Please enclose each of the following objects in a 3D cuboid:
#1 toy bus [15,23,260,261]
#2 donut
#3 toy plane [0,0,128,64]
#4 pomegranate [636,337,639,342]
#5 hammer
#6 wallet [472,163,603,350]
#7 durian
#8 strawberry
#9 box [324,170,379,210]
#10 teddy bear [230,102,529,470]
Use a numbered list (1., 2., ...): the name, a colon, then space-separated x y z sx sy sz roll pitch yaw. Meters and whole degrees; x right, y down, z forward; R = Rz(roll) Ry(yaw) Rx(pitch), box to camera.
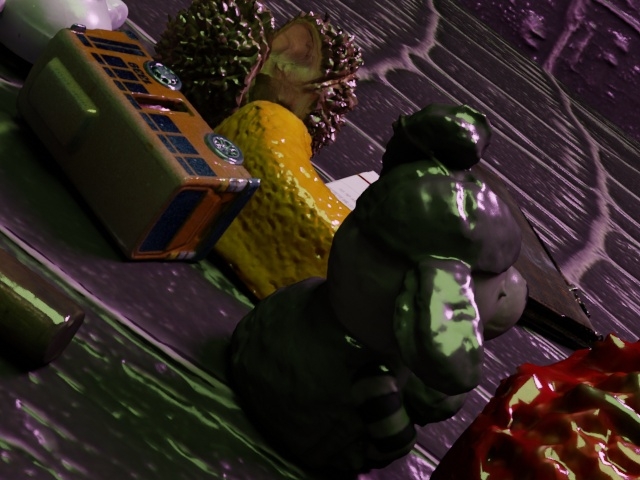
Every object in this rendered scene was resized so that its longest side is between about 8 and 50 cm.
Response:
1. toy bus: -0.143 -0.075 0.832 0.182 0.091 0.103 50 26 23
2. donut: 0.003 0.005 0.901 0.259 0.101 0.152 37 27 -14
3. toy plane: -0.261 -0.239 0.943 0.244 0.117 0.245 32 21 -14
4. pomegranate: 0.320 0.152 0.982 0.248 0.202 0.202 5 28 -5
5. hammer: -0.316 -0.079 0.642 0.440 0.044 0.168 37 21 1
6. wallet: 0.199 -0.009 1.274 0.169 0.044 0.317 28 25 -32
7. durian: -0.060 -0.150 1.021 0.196 0.167 0.196 36 5 -4
8. strawberry: 0.194 0.192 0.688 0.261 0.258 0.261 9 51 -11
9. box: 0.043 -0.022 1.071 0.084 0.040 0.154 40 21 13
10. teddy bear: 0.056 0.055 0.713 0.144 0.251 0.171 24 40 -27
